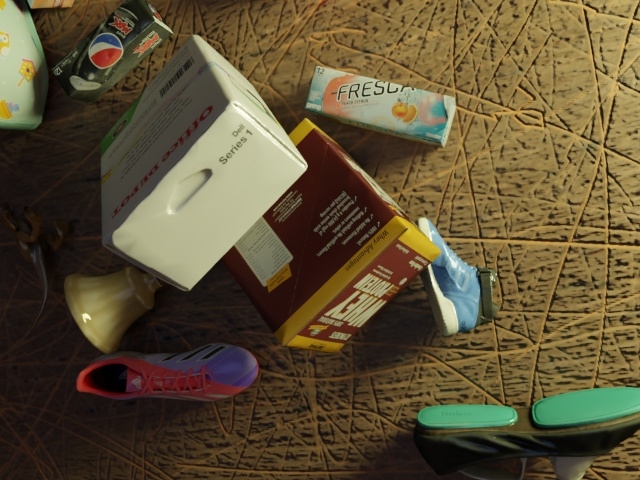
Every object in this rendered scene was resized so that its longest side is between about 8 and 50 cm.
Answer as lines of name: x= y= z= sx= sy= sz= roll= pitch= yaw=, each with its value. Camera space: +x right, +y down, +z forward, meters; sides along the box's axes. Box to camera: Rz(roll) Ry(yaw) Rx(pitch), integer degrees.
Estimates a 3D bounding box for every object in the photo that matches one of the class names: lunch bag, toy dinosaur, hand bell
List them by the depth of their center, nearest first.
lunch bag: x=-0.515 y=-0.276 z=0.839 sx=0.160 sy=0.223 sz=0.262 roll=-17 pitch=89 yaw=19
hand bell: x=-0.214 y=0.045 z=0.849 sx=0.242 sy=0.126 sz=0.126 roll=-29 pitch=84 yaw=-1
toy dinosaur: x=-0.427 y=0.016 z=0.914 sx=0.112 sy=0.064 sz=0.211 roll=-42 pitch=71 yaw=27

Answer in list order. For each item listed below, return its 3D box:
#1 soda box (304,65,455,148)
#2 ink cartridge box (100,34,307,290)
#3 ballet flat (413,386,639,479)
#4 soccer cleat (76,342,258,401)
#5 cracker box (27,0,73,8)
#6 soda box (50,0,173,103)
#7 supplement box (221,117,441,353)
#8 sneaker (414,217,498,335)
soda box: x=0.076 y=-0.170 z=0.778 sx=0.183 sy=0.063 sz=0.058 roll=16 pitch=95 yaw=13
ink cartridge box: x=-0.155 y=-0.104 z=0.727 sx=0.201 sy=0.278 sz=0.117 roll=-45 pitch=125 yaw=10
ballet flat: x=0.255 y=0.239 z=0.734 sx=0.280 sy=0.095 sz=0.096 roll=-12 pitch=98 yaw=24
soccer cleat: x=-0.210 y=0.187 z=0.837 sx=0.248 sy=0.095 sz=0.083 roll=-3 pitch=91 yaw=14
cracker box: x=-0.403 y=-0.471 z=0.851 sx=0.155 sy=0.067 sz=0.232 roll=-31 pitch=82 yaw=49
soda box: x=-0.298 y=-0.270 z=0.869 sx=0.169 sy=0.060 sz=0.053 roll=-37 pitch=83 yaw=11
supplement box: x=0.000 y=0.000 z=0.738 sx=0.191 sy=0.129 sz=0.194 roll=-45 pitch=62 yaw=11
sneaker: x=0.172 y=0.037 z=0.764 sx=0.084 sy=0.058 sz=0.152 roll=-13 pitch=70 yaw=-5
